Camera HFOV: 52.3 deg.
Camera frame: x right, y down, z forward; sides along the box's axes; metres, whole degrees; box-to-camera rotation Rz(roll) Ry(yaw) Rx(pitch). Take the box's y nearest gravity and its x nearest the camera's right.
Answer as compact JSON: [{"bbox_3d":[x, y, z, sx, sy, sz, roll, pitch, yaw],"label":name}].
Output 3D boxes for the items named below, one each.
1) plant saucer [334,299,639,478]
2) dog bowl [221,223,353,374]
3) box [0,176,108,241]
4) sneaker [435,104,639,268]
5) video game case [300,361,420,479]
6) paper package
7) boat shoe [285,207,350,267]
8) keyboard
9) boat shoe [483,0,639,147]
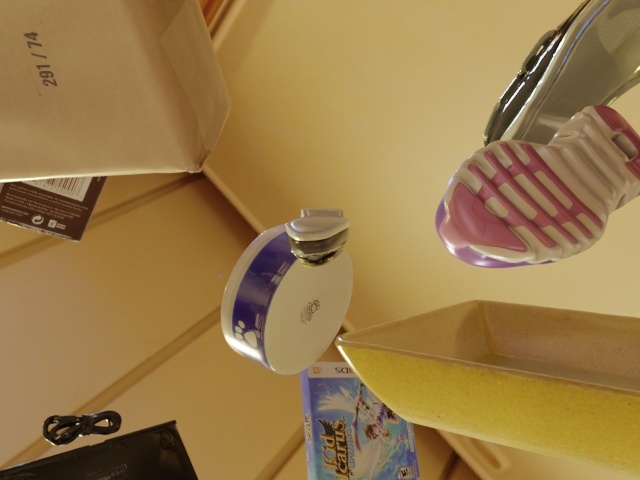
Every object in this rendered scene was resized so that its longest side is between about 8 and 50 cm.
[{"bbox_3d":[0.234,0.128,0.621,0.332,0.332,0.081,-4,-83,-54],"label":"plant saucer"},{"bbox_3d":[-0.055,0.110,1.210,0.104,0.265,0.264,22,-155,33],"label":"dog bowl"},{"bbox_3d":[-0.523,-0.129,1.269,0.168,0.167,0.203,19,-164,-29],"label":"box"},{"bbox_3d":[0.165,-0.025,0.502,0.236,0.104,0.095,-23,-107,-39],"label":"sneaker"},{"bbox_3d":[0.086,0.409,1.459,0.244,0.061,0.270,4,-118,-19],"label":"video game case"},{"bbox_3d":[-0.301,-0.241,0.742,0.168,0.309,0.325,-73,-25,-48],"label":"paper package"},{"bbox_3d":[0.000,0.000,0.867,0.081,0.069,0.228,0,-171,5],"label":"boat shoe"},{"bbox_3d":[-0.162,0.175,0.479,0.180,0.023,0.108,7,-128,-63],"label":"keyboard"},{"bbox_3d":[0.258,-0.176,0.648,0.114,0.303,0.091,21,-142,-20],"label":"boat shoe"}]
